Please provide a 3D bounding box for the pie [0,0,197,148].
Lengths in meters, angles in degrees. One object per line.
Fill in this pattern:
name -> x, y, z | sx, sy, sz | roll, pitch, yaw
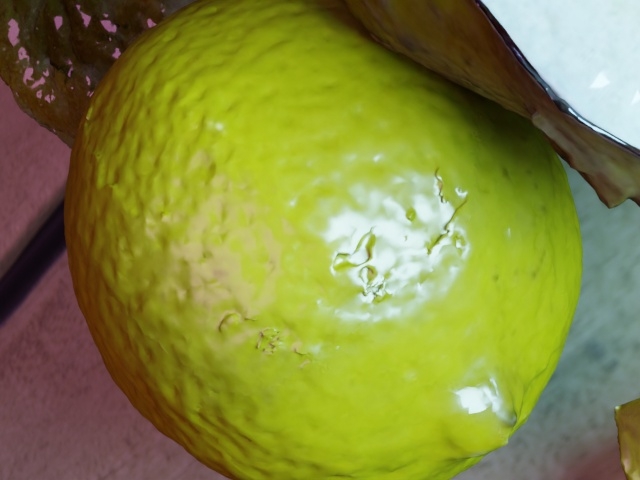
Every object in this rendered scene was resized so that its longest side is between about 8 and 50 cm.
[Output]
pie -> -0.155, -0.189, 1.038 | 0.277, 0.079, 0.277 | 7, 99, 49

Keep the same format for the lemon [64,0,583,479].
lemon -> -0.001, -0.001, 0.767 | 0.267, 0.267, 0.267 | 7, 100, 47

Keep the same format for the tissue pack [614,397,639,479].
tissue pack -> 0.244, 0.121, 0.627 | 0.226, 0.092, 0.183 | -25, 75, 44

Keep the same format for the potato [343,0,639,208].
potato -> 0.142, -0.137, 0.645 | 0.246, 0.196, 0.299 | -41, 81, -1
